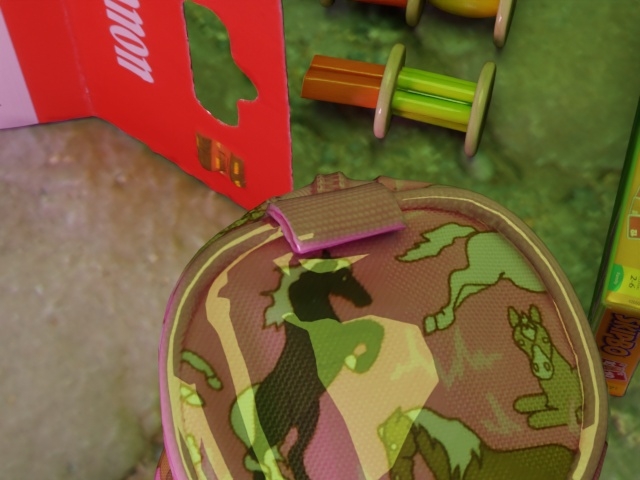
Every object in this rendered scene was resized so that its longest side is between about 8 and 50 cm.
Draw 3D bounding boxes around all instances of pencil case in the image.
[{"bbox_3d":[0.008,0.089,0.815,0.167,0.386,0.160,38,78,3],"label":"pencil case"}]

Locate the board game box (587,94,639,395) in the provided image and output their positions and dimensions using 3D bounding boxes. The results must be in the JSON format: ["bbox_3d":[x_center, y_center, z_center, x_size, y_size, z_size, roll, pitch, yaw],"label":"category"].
[{"bbox_3d":[0.176,-0.060,1.017,0.039,0.124,0.259,12,68,5],"label":"board game box"}]

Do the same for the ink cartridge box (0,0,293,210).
[{"bbox_3d":[-0.197,-0.123,0.955,0.385,0.308,0.091,30,71,12],"label":"ink cartridge box"}]

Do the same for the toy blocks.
[{"bbox_3d":[0.026,-0.116,1.083,0.148,0.054,0.123,14,68,7],"label":"toy blocks"}]
